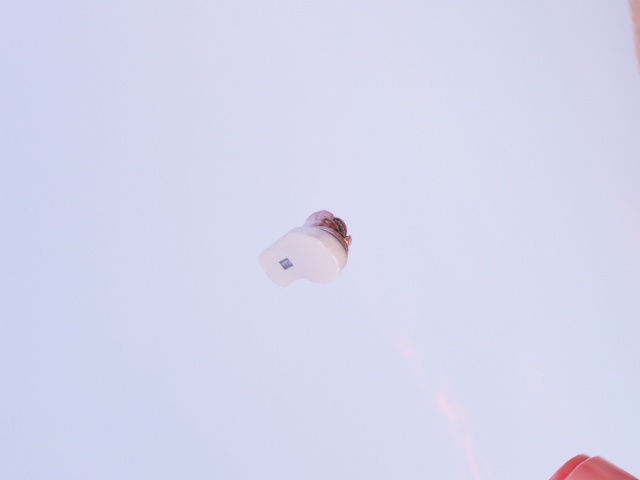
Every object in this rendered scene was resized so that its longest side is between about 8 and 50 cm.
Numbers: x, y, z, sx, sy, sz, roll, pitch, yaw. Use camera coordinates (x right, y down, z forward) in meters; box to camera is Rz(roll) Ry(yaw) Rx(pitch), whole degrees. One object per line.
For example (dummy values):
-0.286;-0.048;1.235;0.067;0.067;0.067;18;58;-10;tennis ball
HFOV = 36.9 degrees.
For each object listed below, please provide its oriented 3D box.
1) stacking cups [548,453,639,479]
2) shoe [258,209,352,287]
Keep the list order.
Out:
0.220;0.191;0.358;0.316;0.096;0.096;34;-177;38;stacking cups
0.000;0.000;0.989;0.081;0.178;0.063;-39;-83;-22;shoe
